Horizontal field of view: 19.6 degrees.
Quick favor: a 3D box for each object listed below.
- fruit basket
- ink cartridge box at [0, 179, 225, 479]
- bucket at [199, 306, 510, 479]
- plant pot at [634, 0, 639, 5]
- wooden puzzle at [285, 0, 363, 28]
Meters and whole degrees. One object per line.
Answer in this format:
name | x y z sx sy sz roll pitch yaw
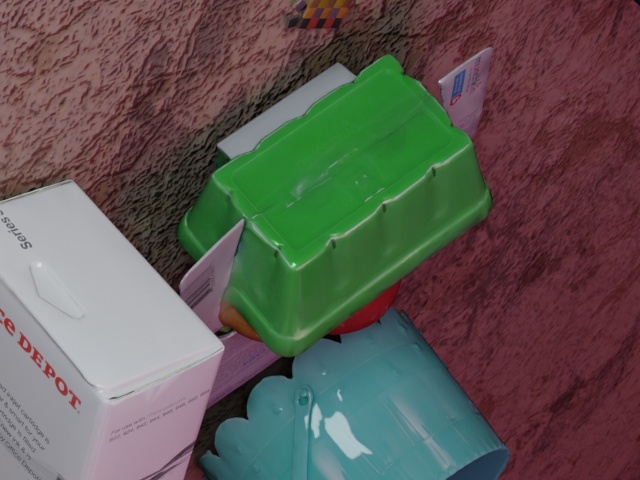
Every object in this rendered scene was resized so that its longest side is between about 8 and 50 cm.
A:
fruit basket | 0.000 0.000 1.584 0.327 0.165 0.353 -36 168 -17
ink cartridge box | -0.197 0.124 1.378 0.115 0.198 0.273 -22 146 -38
bucket | 0.038 0.218 1.823 0.281 0.183 0.281 -35 160 -15
plant pot | 0.370 -0.295 1.565 0.236 0.236 0.212 -43 148 0
wooden puzzle | 0.007 -0.187 1.442 0.083 0.006 0.049 -8 135 -50
